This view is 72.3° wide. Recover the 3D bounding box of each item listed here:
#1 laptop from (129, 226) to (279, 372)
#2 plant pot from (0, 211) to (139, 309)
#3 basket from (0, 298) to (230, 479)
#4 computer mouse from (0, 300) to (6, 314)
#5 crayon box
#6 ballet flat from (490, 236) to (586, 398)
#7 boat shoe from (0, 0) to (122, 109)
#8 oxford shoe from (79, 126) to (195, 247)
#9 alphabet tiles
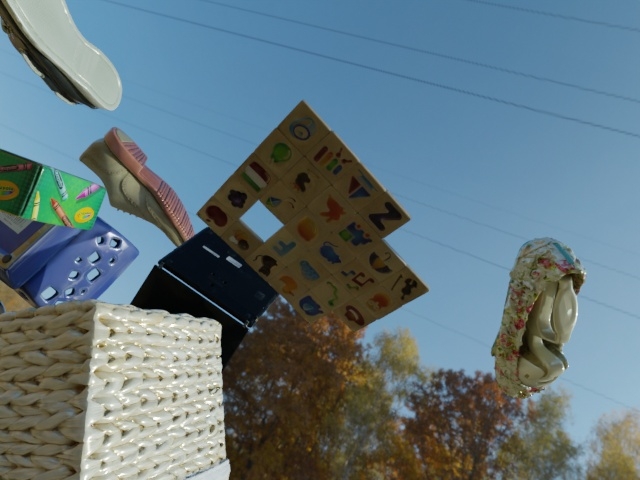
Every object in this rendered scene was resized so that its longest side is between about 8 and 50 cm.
[{"bbox_3d":[-0.238,0.132,0.922,0.234,0.264,0.137,33,-53,6],"label":"laptop"},{"bbox_3d":[-0.582,0.007,0.937,0.235,0.236,0.212,29,-24,20],"label":"plant pot"},{"bbox_3d":[-0.343,0.243,0.611,0.327,0.267,0.331,-8,-15,14],"label":"basket"},{"bbox_3d":[-0.689,0.089,0.862,0.262,0.060,0.184,54,-27,22],"label":"computer mouse"},{"bbox_3d":[-0.502,-0.103,0.662,0.278,0.081,0.165,19,-3,4],"label":"crayon box"},{"bbox_3d":[0.260,0.113,0.525,0.077,0.091,0.241,-118,-161,-64],"label":"ballet flat"},{"bbox_3d":[-0.423,-0.309,0.667,0.091,0.115,0.303,4,-27,8],"label":"boat shoe"},{"bbox_3d":[-0.505,-0.117,1.250,0.397,0.146,0.140,57,3,-19],"label":"oxford shoe"},{"bbox_3d":[0.000,0.000,0.486,0.237,0.009,0.198,45,-56,-11],"label":"alphabet tiles"}]
